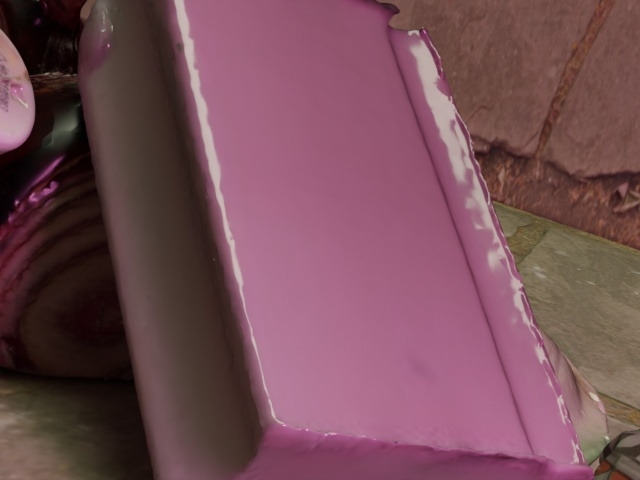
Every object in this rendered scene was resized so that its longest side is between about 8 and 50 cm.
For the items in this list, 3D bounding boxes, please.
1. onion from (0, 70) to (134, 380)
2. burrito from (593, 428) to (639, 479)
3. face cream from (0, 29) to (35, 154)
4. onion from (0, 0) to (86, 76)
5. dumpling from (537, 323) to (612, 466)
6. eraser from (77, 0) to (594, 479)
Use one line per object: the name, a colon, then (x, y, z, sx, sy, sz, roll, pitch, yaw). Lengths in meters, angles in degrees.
onion: (-0.195, -0.023, 1.043, 0.216, 0.207, 0.206, 16, 12, -44)
burrito: (0.240, 0.198, 0.864, 0.139, 0.101, 0.445, 17, 11, -14)
face cream: (-0.332, -0.053, 0.949, 0.311, 0.092, 0.092, -18, -4, 23)
onion: (-0.243, -0.161, 1.172, 0.140, 0.218, 0.195, 15, 45, -56)
dumpling: (0.133, 0.116, 1.071, 0.166, 0.126, 0.216, 33, 8, 24)
eraser: (0.000, 0.000, 0.918, 0.272, 0.122, 0.359, 12, 48, -40)
